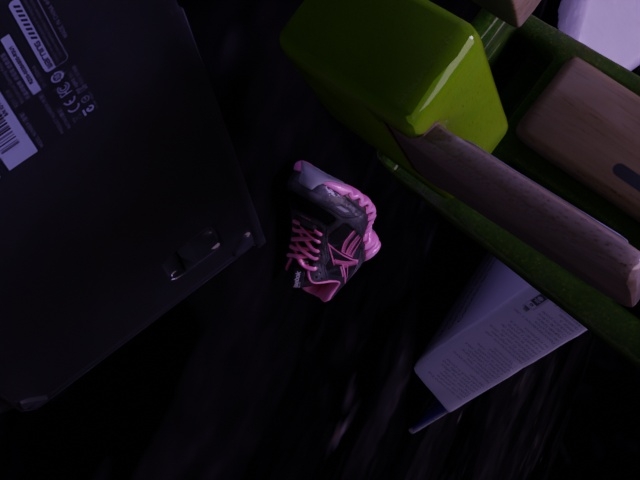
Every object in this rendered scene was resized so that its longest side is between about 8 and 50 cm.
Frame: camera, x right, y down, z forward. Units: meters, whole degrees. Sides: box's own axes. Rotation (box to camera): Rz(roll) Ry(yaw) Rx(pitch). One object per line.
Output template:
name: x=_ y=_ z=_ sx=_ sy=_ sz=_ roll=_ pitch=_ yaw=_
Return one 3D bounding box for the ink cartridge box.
ink cartridge box: x=0.213 y=-0.001 z=1.126 sx=0.324 sy=0.071 sz=0.330 roll=-52 pitch=-174 yaw=-38

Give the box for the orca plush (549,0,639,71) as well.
orca plush: x=0.261 y=-0.251 z=1.122 sx=0.151 sy=0.102 sz=0.287 roll=22 pitch=78 yaw=-28

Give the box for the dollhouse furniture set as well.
dollhouse furniture set: x=0.152 y=-0.119 z=0.423 sx=0.301 sy=0.151 sz=0.197 roll=-53 pitch=162 yaw=-1

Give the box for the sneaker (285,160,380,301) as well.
sneaker: x=0.000 y=0.000 z=0.671 sx=0.057 sy=0.047 sz=0.119 roll=-53 pitch=157 yaw=-12

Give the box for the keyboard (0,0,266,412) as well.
keyboard: x=-0.066 y=-0.067 z=0.340 sx=0.201 sy=0.033 sz=0.317 roll=-37 pitch=154 yaw=-11
